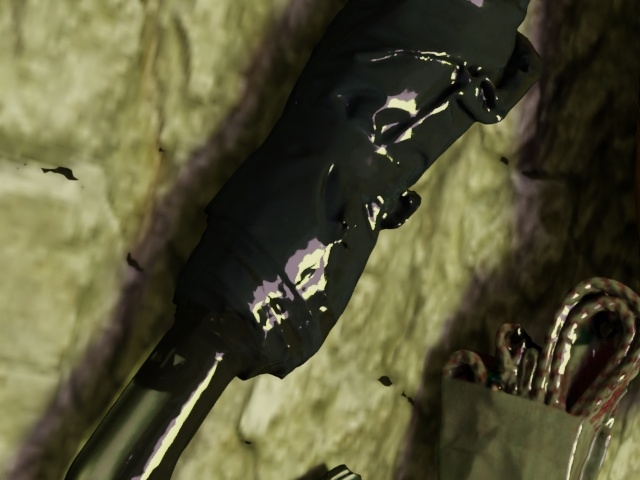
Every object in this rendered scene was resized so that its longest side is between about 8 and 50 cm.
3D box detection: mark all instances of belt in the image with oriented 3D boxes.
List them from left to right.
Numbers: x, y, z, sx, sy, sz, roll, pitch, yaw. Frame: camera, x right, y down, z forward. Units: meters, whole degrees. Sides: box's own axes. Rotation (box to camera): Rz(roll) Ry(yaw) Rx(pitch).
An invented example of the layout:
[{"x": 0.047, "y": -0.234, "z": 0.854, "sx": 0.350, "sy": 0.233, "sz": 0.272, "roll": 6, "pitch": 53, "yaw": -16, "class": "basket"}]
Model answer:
[{"x": 0.065, "y": 0.124, "z": 0.677, "sx": 0.053, "sy": 0.071, "sz": 0.232, "roll": 33, "pitch": 73, "yaw": -64, "class": "belt"}]

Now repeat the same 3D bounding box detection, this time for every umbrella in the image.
[{"x": -0.003, "y": -0.005, "z": 0.572, "sx": 0.248, "sy": 0.071, "sz": 0.071, "roll": -55, "pitch": 135, "yaw": -25, "class": "umbrella"}]

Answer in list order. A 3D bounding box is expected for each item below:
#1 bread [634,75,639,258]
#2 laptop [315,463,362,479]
[{"x": 0.201, "y": -0.040, "z": 0.728, "sx": 0.195, "sy": 0.143, "sz": 0.269, "roll": -19, "pitch": 108, "yaw": -67, "class": "bread"}, {"x": -0.044, "y": 0.166, "z": 0.612, "sx": 0.180, "sy": 0.016, "sz": 0.129, "roll": -25, "pitch": 119, "yaw": -43, "class": "laptop"}]
